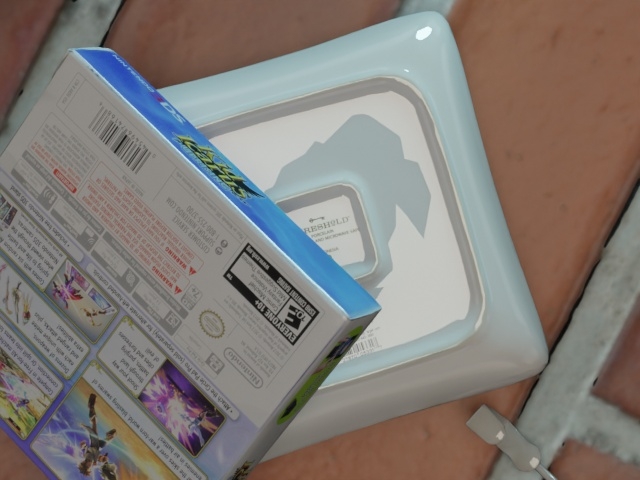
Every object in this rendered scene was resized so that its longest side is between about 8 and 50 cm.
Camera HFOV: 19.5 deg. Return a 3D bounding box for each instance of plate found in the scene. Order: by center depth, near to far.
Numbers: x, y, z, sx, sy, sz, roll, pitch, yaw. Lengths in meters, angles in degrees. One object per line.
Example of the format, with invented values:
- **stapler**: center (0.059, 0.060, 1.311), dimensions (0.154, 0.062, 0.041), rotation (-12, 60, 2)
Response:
- **plate**: center (0.000, 0.000, 1.312), dimensions (0.277, 0.045, 0.278), rotation (-17, 88, -7)

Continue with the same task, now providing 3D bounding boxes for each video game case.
- **video game case**: center (-0.131, 0.047, 1.264), dimensions (0.269, 0.061, 0.244), rotation (44, 111, 16)

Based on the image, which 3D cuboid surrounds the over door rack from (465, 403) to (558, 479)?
- **over door rack**: center (0.309, 0.159, 1.353), dimensions (0.324, 0.108, 0.239), rotation (43, 92, 14)
